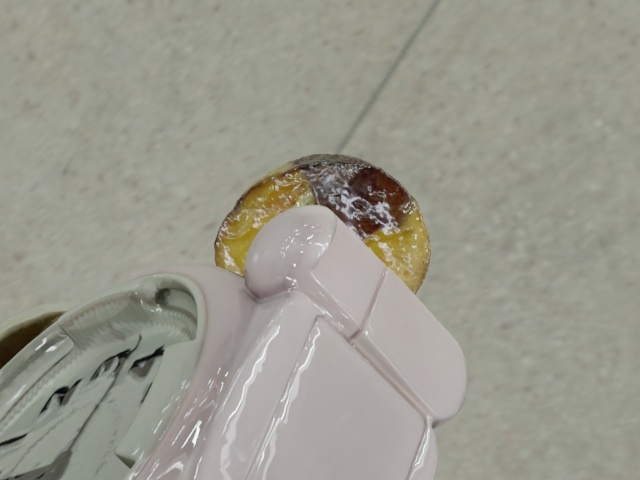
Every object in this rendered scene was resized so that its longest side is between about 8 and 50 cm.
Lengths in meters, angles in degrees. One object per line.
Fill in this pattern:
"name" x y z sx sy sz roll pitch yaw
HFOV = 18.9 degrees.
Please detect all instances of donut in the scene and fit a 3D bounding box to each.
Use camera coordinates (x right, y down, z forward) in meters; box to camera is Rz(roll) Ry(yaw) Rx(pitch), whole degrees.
"donut" 0.000 0.000 1.682 0.184 0.073 0.166 -28 112 6

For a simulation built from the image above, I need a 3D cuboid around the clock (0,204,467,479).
"clock" -0.113 0.156 1.025 0.184 0.326 0.342 54 41 -23
